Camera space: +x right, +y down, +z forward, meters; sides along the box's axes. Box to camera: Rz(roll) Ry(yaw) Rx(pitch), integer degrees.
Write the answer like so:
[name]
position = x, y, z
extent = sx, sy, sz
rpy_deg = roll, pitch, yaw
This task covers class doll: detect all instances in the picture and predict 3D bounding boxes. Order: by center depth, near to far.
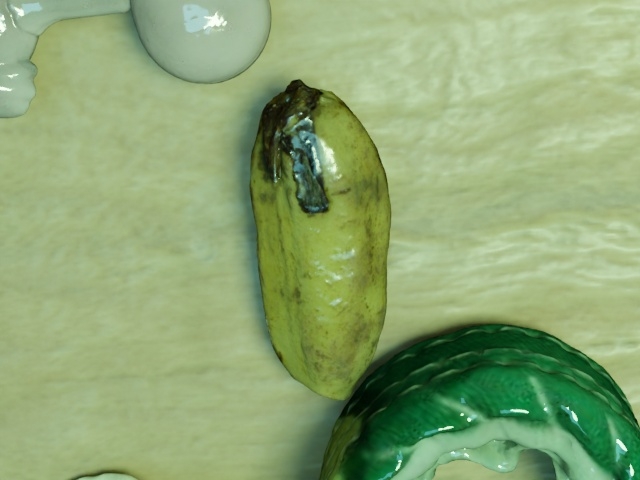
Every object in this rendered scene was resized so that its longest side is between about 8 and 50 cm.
[doll]
position = -0.185, -0.184, 0.841
extent = 0.365, 0.094, 0.160
rpy_deg = -9, 92, 6

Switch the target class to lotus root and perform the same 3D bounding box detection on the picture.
[lotus root]
position = 0.000, 0.000, 0.864
extent = 0.110, 0.097, 0.258
rpy_deg = 16, 117, 39

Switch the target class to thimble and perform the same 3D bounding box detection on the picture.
[thimble]
position = 0.120, 0.210, 0.862
extent = 0.288, 0.167, 0.254
rpy_deg = -30, 98, 10

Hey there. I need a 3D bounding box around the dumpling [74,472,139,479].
[dumpling]
position = -0.159, 0.318, 0.940
extent = 0.318, 0.187, 0.243
rpy_deg = -29, 61, 8
